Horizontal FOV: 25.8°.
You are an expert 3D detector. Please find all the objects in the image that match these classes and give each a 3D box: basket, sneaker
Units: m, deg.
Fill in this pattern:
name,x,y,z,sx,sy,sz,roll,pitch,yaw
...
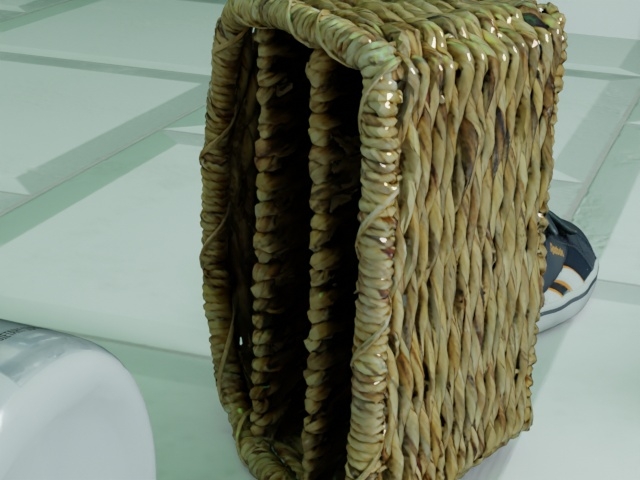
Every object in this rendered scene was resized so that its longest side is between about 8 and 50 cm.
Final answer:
name,x,y,z,sx,sy,sz,roll,pitch,yaw
basket,0.000,0.000,0.828,0.213,0.299,0.223,14,22,30
sneaker,0.137,0.005,1.099,0.126,0.127,0.321,11,20,27

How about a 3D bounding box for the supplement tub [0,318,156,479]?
name,x,y,z,sx,sy,sz,roll,pitch,yaw
supplement tub,-0.252,0.111,0.646,0.316,0.194,0.193,10,21,21
